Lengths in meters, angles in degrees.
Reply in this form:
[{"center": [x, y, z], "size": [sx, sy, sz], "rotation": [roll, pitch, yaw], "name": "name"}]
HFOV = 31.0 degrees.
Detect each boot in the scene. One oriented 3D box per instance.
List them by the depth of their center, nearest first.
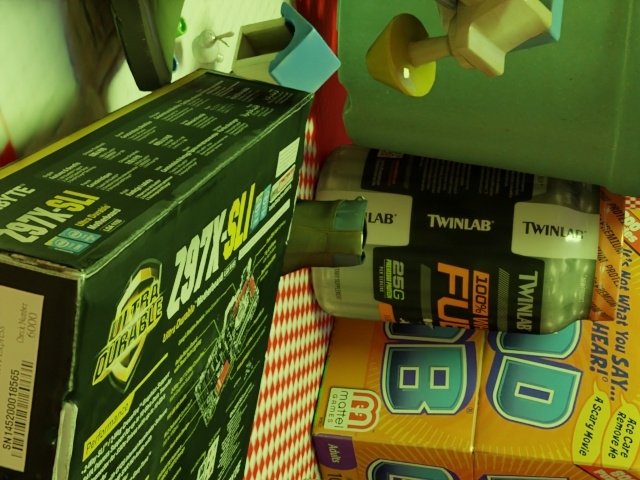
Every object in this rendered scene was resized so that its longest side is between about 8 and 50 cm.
[{"center": [0.000, 0.000, 0.985], "size": [0.219, 0.106, 0.082], "rotation": [-21, 115, -77], "name": "boot"}]

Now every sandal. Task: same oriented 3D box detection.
[{"center": [-0.059, -0.212, 0.680], "size": [0.120, 0.086, 0.302], "rotation": [79, 21, -48], "name": "sandal"}]

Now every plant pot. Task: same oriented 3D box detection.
[{"center": [0.201, -0.205, 1.086], "size": [0.341, 0.334, 0.341], "rotation": [6, 90, -78], "name": "plant pot"}]

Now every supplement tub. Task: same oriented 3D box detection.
[{"center": [0.159, -0.001, 1.235], "size": [0.193, 0.316, 0.193], "rotation": [4, 90, -77], "name": "supplement tub"}]

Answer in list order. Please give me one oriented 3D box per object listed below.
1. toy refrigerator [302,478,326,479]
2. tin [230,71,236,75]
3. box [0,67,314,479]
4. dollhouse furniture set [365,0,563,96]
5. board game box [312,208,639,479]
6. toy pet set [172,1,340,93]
[{"center": [-0.004, 0.314, 1.100], "size": [0.269, 0.094, 0.102], "rotation": [-11, 105, -77], "name": "toy refrigerator"}, {"center": [-0.049, -0.084, 0.900], "size": [0.189, 0.040, 0.106], "rotation": [-58, 145, -66], "name": "tin"}, {"center": [-0.093, 0.073, 0.541], "size": [0.322, 0.079, 0.257], "rotation": [-54, 155, -68], "name": "box"}, {"center": [-0.026, -0.249, 0.570], "size": [0.286, 0.198, 0.303], "rotation": [24, 67, -47], "name": "dollhouse furniture set"}, {"center": [0.213, 0.196, 1.455], "size": [0.356, 0.356, 0.356], "rotation": [80, 18, -51], "name": "board game box"}, {"center": [-0.041, -0.137, 0.771], "size": [0.114, 0.065, 0.122], "rotation": [45, 47, -49], "name": "toy pet set"}]
